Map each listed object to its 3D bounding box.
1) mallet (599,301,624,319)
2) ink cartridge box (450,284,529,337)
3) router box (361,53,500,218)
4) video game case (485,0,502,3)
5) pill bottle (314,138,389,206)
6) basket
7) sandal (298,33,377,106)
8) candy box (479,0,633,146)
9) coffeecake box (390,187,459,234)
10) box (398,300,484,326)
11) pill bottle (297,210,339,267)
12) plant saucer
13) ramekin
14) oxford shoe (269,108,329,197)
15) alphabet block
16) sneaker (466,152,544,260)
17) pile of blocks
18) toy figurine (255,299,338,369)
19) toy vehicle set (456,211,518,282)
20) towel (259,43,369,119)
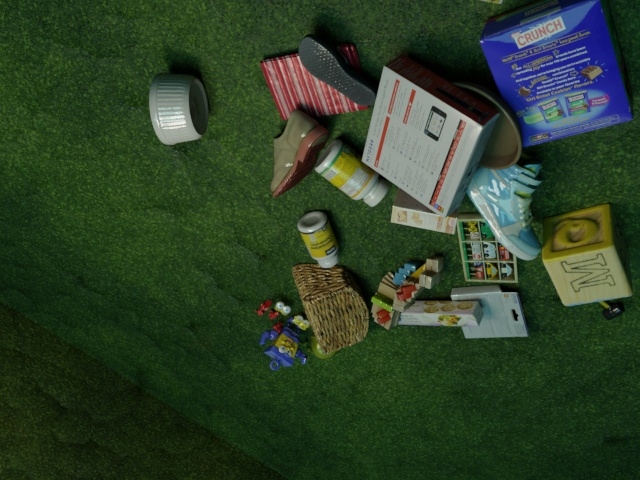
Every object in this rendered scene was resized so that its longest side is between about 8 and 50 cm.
[{"bbox_3d":[0.863,0.186,2.030,0.190,0.039,0.062,30,132,-3],"label":"mallet"},{"bbox_3d":[0.577,0.243,2.180,0.224,0.045,0.223,-5,129,27],"label":"ink cartridge box"},{"bbox_3d":[0.272,-0.266,1.682,0.301,0.082,0.335,38,146,20],"label":"router box"},{"bbox_3d":[0.332,-0.657,1.431,0.206,0.026,0.227,14,134,8],"label":"video game case"},{"bbox_3d":[0.097,-0.194,1.897,0.208,0.117,0.117,36,134,-14],"label":"pill bottle"},{"bbox_3d":[0.045,0.219,2.331,0.214,0.223,0.299,-21,129,-5],"label":"basket"},{"bbox_3d":[0.043,-0.447,1.687,0.254,0.054,0.097,36,143,-27],"label":"sandal"},{"bbox_3d":[0.560,-0.406,1.514,0.268,0.122,0.317,-11,128,32],"label":"candy box"},{"bbox_3d":[0.313,-0.104,1.882,0.186,0.142,0.068,12,136,11],"label":"coffeecake box"},{"bbox_3d":[0.394,0.249,2.199,0.324,0.067,0.063,-3,130,40],"label":"box"},{"bbox_3d":[0.000,0.000,2.130,0.103,0.103,0.184,-5,130,25],"label":"pill bottle"},{"bbox_3d":[0.403,-0.299,1.652,0.278,0.041,0.278,38,161,16],"label":"plant saucer"},{"bbox_3d":[-0.401,-0.381,1.855,0.109,0.207,0.207,-1,132,9],"label":"ramekin"},{"bbox_3d":[-0.088,-0.259,1.928,0.130,0.123,0.348,48,140,8],"label":"oxford shoe"},{"bbox_3d":[0.754,0.043,1.823,0.193,0.192,0.197,-16,126,30],"label":"alphabet block"},{"bbox_3d":[0.553,-0.106,1.759,0.208,0.127,0.319,-35,95,38],"label":"sneaker"},{"bbox_3d":[0.261,0.166,2.146,0.149,0.113,0.362,48,128,13],"label":"pile of blocks"},{"bbox_3d":[-0.130,0.424,2.486,0.362,0.217,0.191,40,143,-18],"label":"toy figurine"},{"bbox_3d":[0.521,0.024,2.001,0.166,0.035,0.266,-1,131,22],"label":"toy vehicle set"},{"bbox_3d":[-0.012,-0.432,1.774,0.275,0.031,0.198,-3,130,24],"label":"towel"}]
